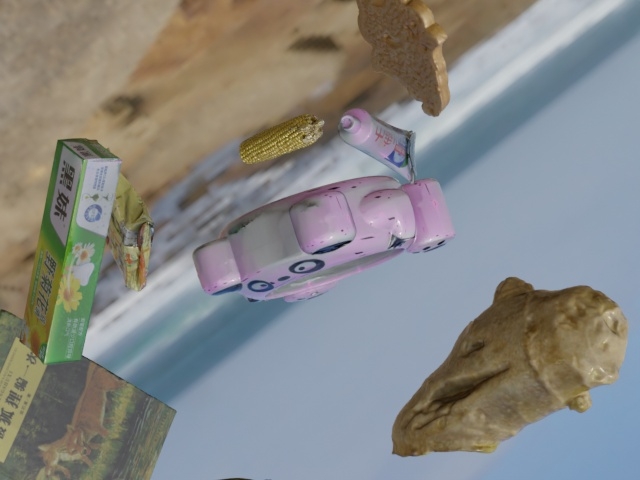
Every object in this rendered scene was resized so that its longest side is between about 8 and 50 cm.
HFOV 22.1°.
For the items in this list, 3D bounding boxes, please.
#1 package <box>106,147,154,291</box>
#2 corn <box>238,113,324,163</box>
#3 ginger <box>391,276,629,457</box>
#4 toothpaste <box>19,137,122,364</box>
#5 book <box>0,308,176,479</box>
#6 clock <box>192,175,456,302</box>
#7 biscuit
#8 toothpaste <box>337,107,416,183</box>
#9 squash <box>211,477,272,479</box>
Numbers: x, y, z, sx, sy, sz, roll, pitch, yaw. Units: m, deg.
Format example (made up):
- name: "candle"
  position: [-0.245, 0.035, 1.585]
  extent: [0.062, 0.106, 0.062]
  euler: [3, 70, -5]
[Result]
- name: "package"
  position: [-0.203, -0.018, 1.688]
  extent: [0.031, 0.120, 0.108]
  euler: [-15, 143, -22]
- name: "corn"
  position: [-0.032, -0.085, 1.380]
  extent: [0.083, 0.027, 0.028]
  euler: [-20, -156, 26]
- name: "ginger"
  position: [0.212, 0.165, 1.934]
  extent: [0.354, 0.190, 0.126]
  euler: [-44, 152, 28]
- name: "toothpaste"
  position: [-0.195, 0.010, 1.269]
  extent: [0.037, 0.043, 0.178]
  euler: [-3, 118, -37]
- name: "book"
  position: [-0.261, 0.190, 1.637]
  extent: [0.024, 0.228, 0.160]
  euler: [-15, -133, 50]
- name: "clock"
  position: [0.000, 0.000, 1.737]
  extent: [0.228, 0.090, 0.248]
  euler: [-24, 171, 30]
- name: "biscuit"
  position: [0.102, -0.274, 2.117]
  extent: [0.035, 0.250, 0.162]
  euler: [-39, -159, -31]
- name: "toothpaste"
  position: [0.048, -0.077, 1.273]
  extent: [0.028, 0.045, 0.170]
  euler: [-6, 172, 19]
- name: "squash"
  position: [-0.140, 0.219, 1.104]
  extent: [0.318, 0.080, 0.071]
  euler: [-19, -150, -25]
